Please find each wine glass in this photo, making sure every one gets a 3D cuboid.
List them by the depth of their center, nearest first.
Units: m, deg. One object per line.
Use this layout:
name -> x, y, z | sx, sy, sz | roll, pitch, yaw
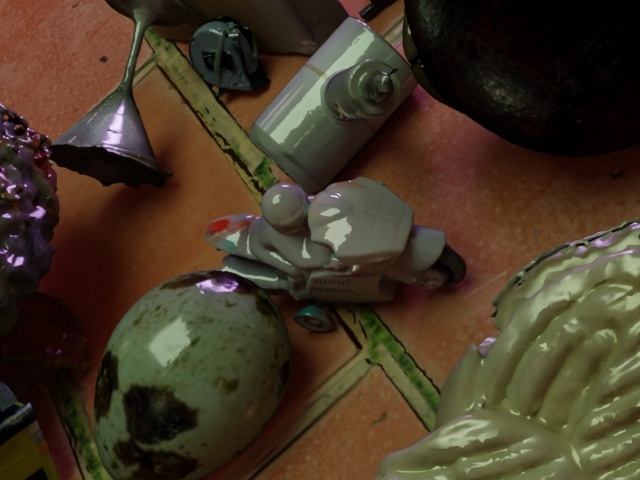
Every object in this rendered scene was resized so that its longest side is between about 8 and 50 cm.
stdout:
wine glass -> -0.239, -0.194, 1.306 | 0.156, 0.156, 0.232 | 1, 73, 39

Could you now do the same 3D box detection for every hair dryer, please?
hair dryer -> 0.024, -0.132, 1.007 | 0.173, 0.107, 0.357 | -49, 7, 0

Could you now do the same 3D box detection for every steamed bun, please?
steamed bun -> 0.215, 0.175, 0.656 | 0.346, 0.237, 0.394 | 12, 91, 19

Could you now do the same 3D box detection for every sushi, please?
sushi -> -0.452, 0.020, 1.177 | 0.417, 0.176, 0.418 | -28, 35, 22

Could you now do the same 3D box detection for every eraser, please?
eraser -> -0.127, -0.315, 1.343 | 0.343, 0.144, 0.078 | 17, 68, 45

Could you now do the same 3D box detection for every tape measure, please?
tape measure -> -0.117, -0.226, 1.308 | 0.091, 0.094, 0.054 | -7, 30, 36

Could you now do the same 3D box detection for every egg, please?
egg -> -0.125, 0.135, 0.995 | 0.231, 0.169, 0.169 | -56, 42, 11

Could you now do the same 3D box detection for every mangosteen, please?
mangosteen -> 0.208, -0.204, 0.920 | 0.300, 0.300, 0.300 | -21, 49, 26

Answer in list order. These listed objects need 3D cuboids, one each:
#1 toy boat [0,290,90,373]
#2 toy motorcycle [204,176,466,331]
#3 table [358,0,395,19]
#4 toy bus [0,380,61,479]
toy boat -> -0.399, 0.103, 1.293 | 0.317, 0.099, 0.141 | 2, 33, 38
toy motorcycle -> 0.000, 0.000, 0.994 | 0.260, 0.171, 0.110 | -1, 58, 35
table -> 0.048, -0.482, 1.190 | 0.272, 0.335, 0.222 | -33, 44, 16
toy bus -> -0.411, 0.228, 1.160 | 0.262, 0.150, 0.128 | 11, 37, 43
